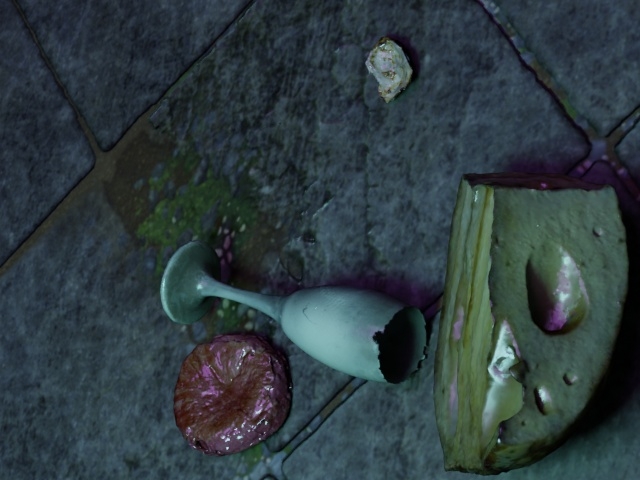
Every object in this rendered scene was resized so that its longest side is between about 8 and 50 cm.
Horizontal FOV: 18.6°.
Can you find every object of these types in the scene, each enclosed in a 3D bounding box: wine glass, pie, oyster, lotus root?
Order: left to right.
[{"bbox_3d":[-0.101,0.170,2.173,0.153,0.038,0.153,-13,66,32],"label":"pie"},{"bbox_3d":[0.000,0.000,2.122,0.309,0.096,0.264,14,79,38],"label":"wine glass"},{"bbox_3d":[0.079,-0.195,2.178,0.054,0.019,0.083,-35,58,25],"label":"oyster"},{"bbox_3d":[0.207,0.079,1.915,0.210,0.142,0.314,154,124,-73],"label":"lotus root"}]
